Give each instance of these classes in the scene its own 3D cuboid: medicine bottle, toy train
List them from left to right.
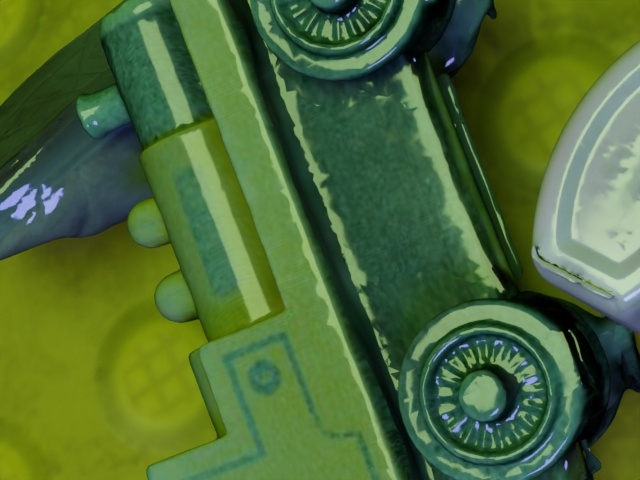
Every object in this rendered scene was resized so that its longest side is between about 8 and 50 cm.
[{"bbox_3d":[0.000,0.000,0.941,0.237,0.150,0.369,-22,85,19],"label":"toy train"},{"bbox_3d":[0.164,-0.011,0.858,0.078,0.219,0.115,28,91,24],"label":"medicine bottle"}]

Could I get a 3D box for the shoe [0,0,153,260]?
[{"bbox_3d":[-0.095,-0.065,1.052,0.251,0.100,0.103,-43,28,-4],"label":"shoe"}]
